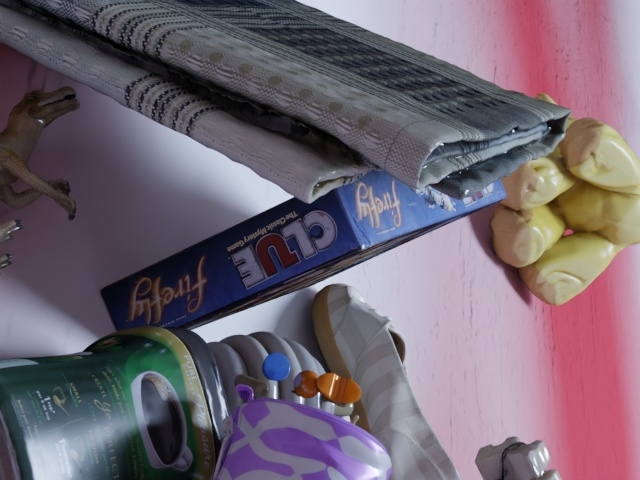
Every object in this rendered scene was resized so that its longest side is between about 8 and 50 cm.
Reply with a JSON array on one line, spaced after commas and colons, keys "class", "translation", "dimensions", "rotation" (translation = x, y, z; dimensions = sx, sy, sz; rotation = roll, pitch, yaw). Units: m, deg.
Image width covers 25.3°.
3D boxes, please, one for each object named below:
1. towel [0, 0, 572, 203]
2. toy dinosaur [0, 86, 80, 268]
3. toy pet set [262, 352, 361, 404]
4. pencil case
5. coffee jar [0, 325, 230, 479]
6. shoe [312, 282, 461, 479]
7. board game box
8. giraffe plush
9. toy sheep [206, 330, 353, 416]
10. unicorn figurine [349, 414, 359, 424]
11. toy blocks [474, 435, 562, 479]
[{"class": "towel", "translation": [-0.031, -0.101, 0.837], "dimensions": [0.324, 0.056, 0.312], "rotation": [24, 16, 18]}, {"class": "toy dinosaur", "translation": [-0.185, -0.029, 0.717], "dimensions": [0.092, 0.053, 0.183], "rotation": [51, 37, 12]}, {"class": "toy pet set", "translation": [-0.001, 0.140, 0.772], "dimensions": [0.114, 0.065, 0.122], "rotation": [20, 68, -14]}, {"class": "pencil case", "translation": [-0.040, 0.168, 0.663], "dimensions": [0.088, 0.086, 0.206], "rotation": [25, 66, -1]}, {"class": "coffee jar", "translation": [-0.115, 0.096, 0.683], "dimensions": [0.184, 0.079, 0.096], "rotation": [-7, 82, -62]}, {"class": "shoe", "translation": [0.043, 0.099, 0.945], "dimensions": [0.219, 0.058, 0.076], "rotation": [-106, 169, -53]}, {"class": "board game box", "translation": [0.000, 0.000, 0.880], "dimensions": [0.243, 0.165, 0.042], "rotation": [-18, 84, -63]}, {"class": "giraffe plush", "translation": [0.248, -0.061, 1.399], "dimensions": [0.170, 0.210, 0.181], "rotation": [-116, -161, -59]}, {"class": "toy sheep", "translation": [-0.033, 0.094, 0.822], "dimensions": [0.132, 0.091, 0.091], "rotation": [15, 53, -37]}, {"class": "unicorn figurine", "translation": [-0.016, 0.191, 0.821], "dimensions": [0.111, 0.060, 0.161], "rotation": [-4, 86, -66]}, {"class": "toy blocks", "translation": [0.176, 0.287, 0.816], "dimensions": [0.309, 0.289, 0.260], "rotation": [65, 21, -8]}]
